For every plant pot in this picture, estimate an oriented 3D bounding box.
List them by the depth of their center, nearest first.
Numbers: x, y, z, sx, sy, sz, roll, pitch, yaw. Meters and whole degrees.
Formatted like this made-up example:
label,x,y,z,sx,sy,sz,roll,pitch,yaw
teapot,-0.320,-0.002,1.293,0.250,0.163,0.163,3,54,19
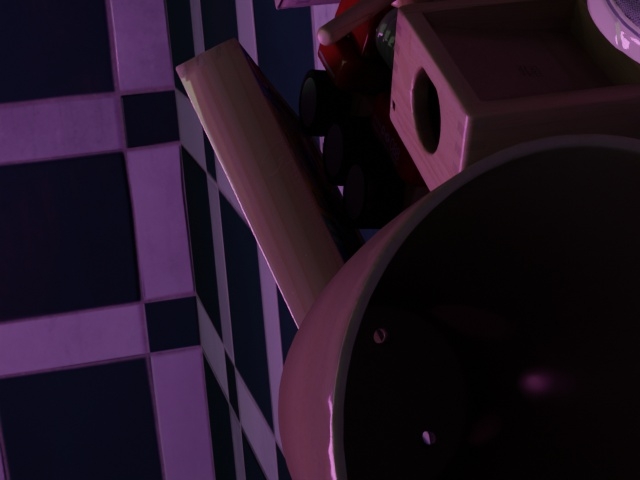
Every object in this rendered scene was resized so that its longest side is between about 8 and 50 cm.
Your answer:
label,x,y,z,sx,sy,sz,roll,pitch,yaw
plant pot,0.079,0.090,0.669,0.274,0.256,0.257,168,94,-69

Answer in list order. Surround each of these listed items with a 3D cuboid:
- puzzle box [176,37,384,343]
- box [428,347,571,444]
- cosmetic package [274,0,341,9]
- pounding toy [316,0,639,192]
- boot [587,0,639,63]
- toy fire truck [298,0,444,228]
label,x,y,z,sx,sy,sz,roll,pitch,yaw
puzzle box,0.000,0.000,1.058,0.272,0.052,0.409,64,-175,6
box,0.148,0.136,0.900,0.295,0.073,0.293,136,124,-73
cosmetic package,0.002,-0.383,1.124,0.160,0.113,0.310,158,103,-76
pounding toy,0.085,-0.098,0.774,0.206,0.181,0.094,-113,19,-49
boot,0.195,-0.110,0.577,0.190,0.069,0.086,-124,35,-46
toy fire truck,0.063,-0.154,0.963,0.217,0.158,0.246,-114,32,-51
